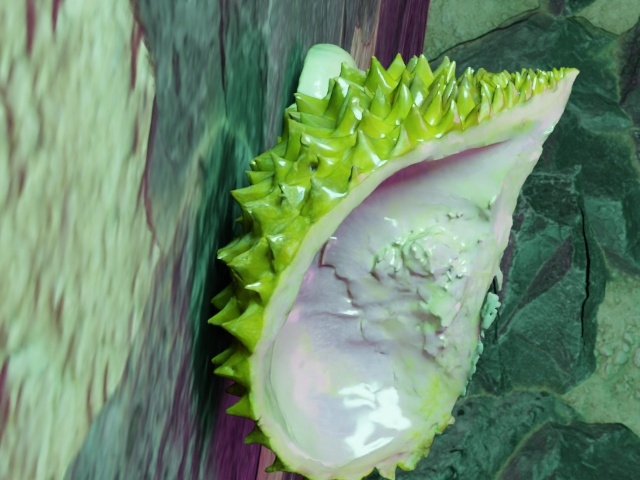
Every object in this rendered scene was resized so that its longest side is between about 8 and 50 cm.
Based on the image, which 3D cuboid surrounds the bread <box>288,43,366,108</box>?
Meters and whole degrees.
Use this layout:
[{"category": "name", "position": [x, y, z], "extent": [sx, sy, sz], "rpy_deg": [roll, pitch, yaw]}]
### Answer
[{"category": "bread", "position": [0.000, 0.000, 0.699], "extent": [0.251, 0.039, 0.181], "rpy_deg": [82, 17, -70]}]

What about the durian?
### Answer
[{"category": "durian", "position": [0.021, 0.007, 0.495], "extent": [0.182, 0.132, 0.165], "rpy_deg": [108, 7, -52]}]
